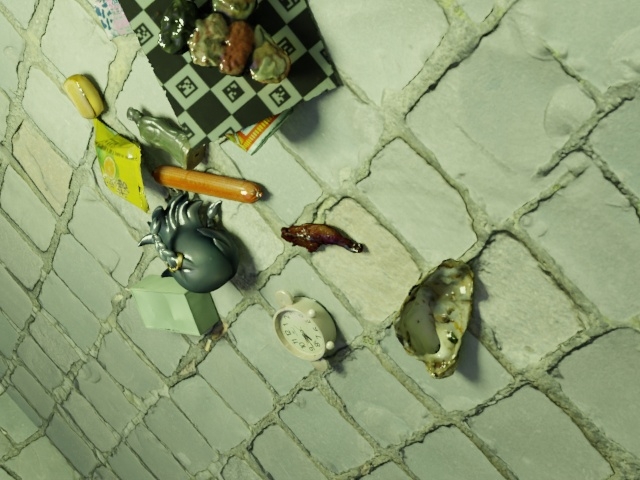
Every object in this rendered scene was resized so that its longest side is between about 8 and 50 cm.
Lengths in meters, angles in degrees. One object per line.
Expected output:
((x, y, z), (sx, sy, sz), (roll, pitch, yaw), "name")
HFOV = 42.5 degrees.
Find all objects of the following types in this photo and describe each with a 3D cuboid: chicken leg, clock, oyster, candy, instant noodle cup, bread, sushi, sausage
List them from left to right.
((-0.576, -0.357, 2.023), (0.082, 0.056, 0.115), (-7, 119, 47), "bread")
((-0.496, -0.193, 2.023), (0.297, 0.081, 0.187), (34, 134, 49), "candy")
((-0.407, -0.489, 1.768), (0.160, 0.073, 0.092), (3, 122, 40), "candy")
((-0.268, -0.133, 1.918), (0.347, 0.053, 0.053), (13, 126, 34), "sausage")
((-0.171, -0.371, 1.502), (0.319, 0.069, 0.340), (-23, 105, 4), "sushi")
((-0.170, -0.289, 1.644), (0.212, 0.193, 0.193), (43, 138, -4), "instant noodle cup")
((-0.035, 0.207, 1.955), (0.155, 0.063, 0.229), (-16, 110, 43), "clock")
((-0.005, -0.004, 1.787), (0.205, 0.053, 0.093), (8, 147, 45), "chicken leg")
((0.243, 0.146, 1.665), (0.166, 0.094, 0.295), (23, 124, 3), "oyster")

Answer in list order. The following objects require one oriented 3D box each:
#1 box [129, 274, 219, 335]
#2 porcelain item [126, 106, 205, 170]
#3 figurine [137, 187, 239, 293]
((-0.394, 0.171, 2.219), (0.225, 0.086, 0.130), (3, 119, 40), "box")
((-0.368, -0.245, 1.912), (0.215, 0.069, 0.081), (31, 139, 19), "porcelain item")
((-0.316, 0.005, 1.980), (0.265, 0.197, 0.175), (35, 150, 6), "figurine")
